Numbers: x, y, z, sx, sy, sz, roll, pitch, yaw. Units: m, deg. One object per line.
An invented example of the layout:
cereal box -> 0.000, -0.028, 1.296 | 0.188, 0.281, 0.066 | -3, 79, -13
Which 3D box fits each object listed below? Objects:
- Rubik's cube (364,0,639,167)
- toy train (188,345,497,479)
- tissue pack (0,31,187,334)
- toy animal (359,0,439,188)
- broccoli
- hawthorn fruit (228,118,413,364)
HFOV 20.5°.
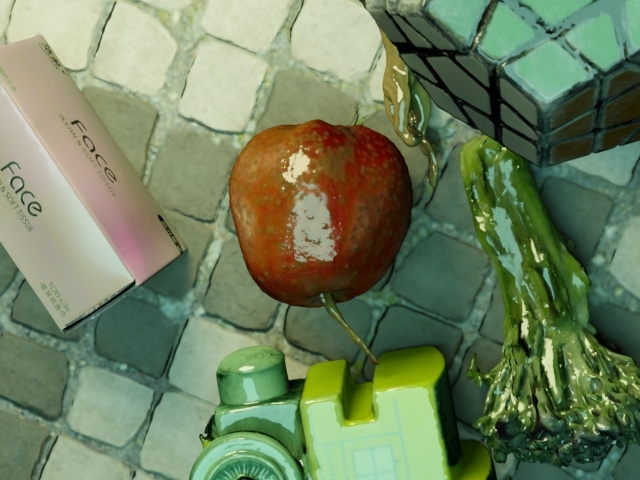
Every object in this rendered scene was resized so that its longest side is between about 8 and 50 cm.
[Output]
Rubik's cube -> 0.193, -0.218, 1.391 | 0.319, 0.319, 0.264 | 8, 130, 10
toy train -> 0.038, 0.299, 1.594 | 0.272, 0.179, 0.442 | -9, 100, 6
tissue pack -> -0.239, -0.053, 1.579 | 0.092, 0.148, 0.246 | -32, 94, 18
toy animal -> 0.086, -0.154, 1.534 | 0.086, 0.069, 0.219 | -6, 97, 35
broccoli -> 0.185, 0.048, 1.532 | 0.165, 0.145, 0.304 | -16, 86, 7
hawthorn fruit -> 0.000, 0.000, 1.525 | 0.163, 0.162, 0.203 | 2, 77, 11
